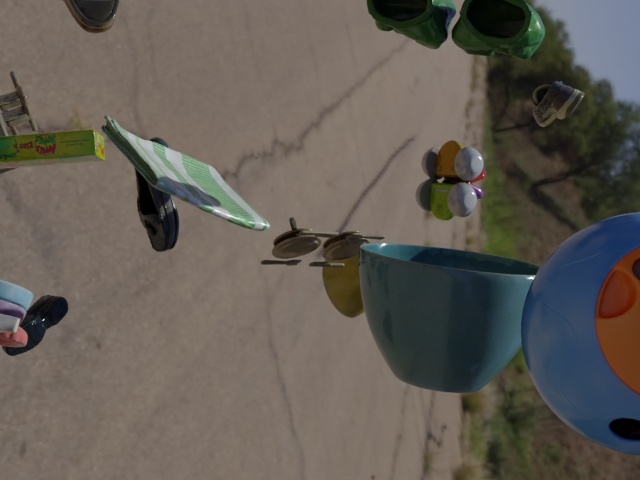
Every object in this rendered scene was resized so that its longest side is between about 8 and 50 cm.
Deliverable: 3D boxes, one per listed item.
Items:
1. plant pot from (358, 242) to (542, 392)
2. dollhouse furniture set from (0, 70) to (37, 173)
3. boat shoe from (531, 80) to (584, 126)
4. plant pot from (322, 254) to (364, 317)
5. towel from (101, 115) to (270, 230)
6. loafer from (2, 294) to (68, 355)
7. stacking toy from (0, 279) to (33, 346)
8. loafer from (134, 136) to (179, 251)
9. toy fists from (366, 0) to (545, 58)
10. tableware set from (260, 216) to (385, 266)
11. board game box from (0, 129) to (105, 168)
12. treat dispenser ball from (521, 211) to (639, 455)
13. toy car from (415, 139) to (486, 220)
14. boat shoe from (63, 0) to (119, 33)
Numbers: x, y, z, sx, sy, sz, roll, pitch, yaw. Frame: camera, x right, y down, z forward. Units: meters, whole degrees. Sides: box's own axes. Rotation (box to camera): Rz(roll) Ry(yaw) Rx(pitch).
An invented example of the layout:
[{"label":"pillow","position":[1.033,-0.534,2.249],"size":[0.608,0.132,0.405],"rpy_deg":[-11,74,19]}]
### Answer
[{"label":"plant pot","position":[0.193,0.121,1.470],"size":[0.290,0.290,0.195],"rpy_deg":[-22,119,-77]},{"label":"dollhouse furniture set","position":[-0.664,-0.244,1.825],"size":[0.242,0.212,0.161],"rpy_deg":[50,-23,48]},{"label":"boat shoe","position":[0.455,-0.278,1.896],"size":[0.073,0.080,0.223],"rpy_deg":[40,1,-2]},{"label":"plant pot","position":[0.082,0.073,1.880],"size":[0.134,0.095,0.134],"rpy_deg":[32,46,-41]},{"label":"towel","position":[-0.263,-0.124,1.896],"size":[0.325,0.038,0.248],"rpy_deg":[27,14,-51]},{"label":"loafer","position":[-0.598,0.174,1.983],"size":[0.170,0.061,0.062],"rpy_deg":[-46,141,-43]},{"label":"stacking toy","position":[-0.587,0.060,1.489],"size":[0.279,0.309,0.130],"rpy_deg":[-22,-128,63]},{"label":"loafer","position":[-0.366,-0.089,2.063],"size":[0.084,0.096,0.267],"rpy_deg":[-33,133,-45]},{"label":"toy fists","position":[0.207,-0.341,1.488],"size":[0.142,0.279,0.096],"rpy_deg":[-21,122,-68]},{"label":"tableware set","position":[0.000,0.000,1.633],"size":[0.194,0.128,0.039],"rpy_deg":[3,62,-40]},{"label":"board game box","position":[-0.455,-0.150,1.585],"size":[0.092,0.181,0.043],"rpy_deg":[168,-83,-86]},{"label":"treat dispenser ball","position":[0.386,0.109,1.147],"size":[0.288,0.288,0.288],"rpy_deg":[-11,90,-78]},{"label":"toy car","position":[0.313,-0.131,2.187],"size":[0.136,0.159,0.182],"rpy_deg":[11,89,-37]},{"label":"boat shoe","position":[-0.479,-0.521,1.941],"size":[0.104,0.111,0.307],"rpy_deg":[119,-43,-52]}]
